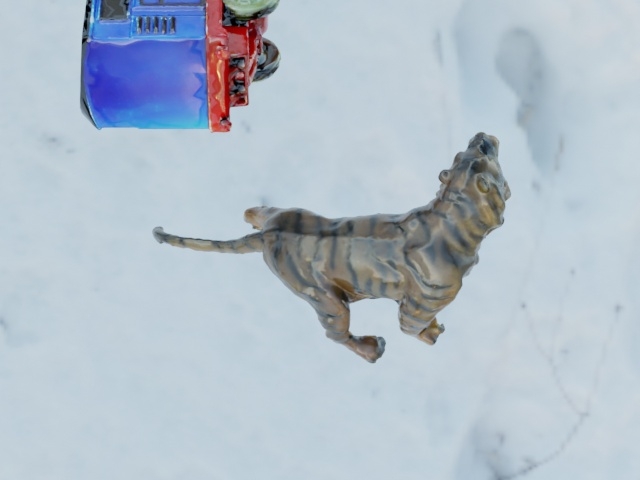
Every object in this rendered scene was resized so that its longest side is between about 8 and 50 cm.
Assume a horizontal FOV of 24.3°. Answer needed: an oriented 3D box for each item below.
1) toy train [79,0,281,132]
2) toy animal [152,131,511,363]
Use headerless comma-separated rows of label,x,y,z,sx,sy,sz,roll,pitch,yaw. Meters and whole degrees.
toy train,-0.092,-0.165,0.998,0.131,0.204,0.082,-1,134,-2
toy animal,0.000,0.008,0.953,0.116,0.255,0.114,49,42,-61
